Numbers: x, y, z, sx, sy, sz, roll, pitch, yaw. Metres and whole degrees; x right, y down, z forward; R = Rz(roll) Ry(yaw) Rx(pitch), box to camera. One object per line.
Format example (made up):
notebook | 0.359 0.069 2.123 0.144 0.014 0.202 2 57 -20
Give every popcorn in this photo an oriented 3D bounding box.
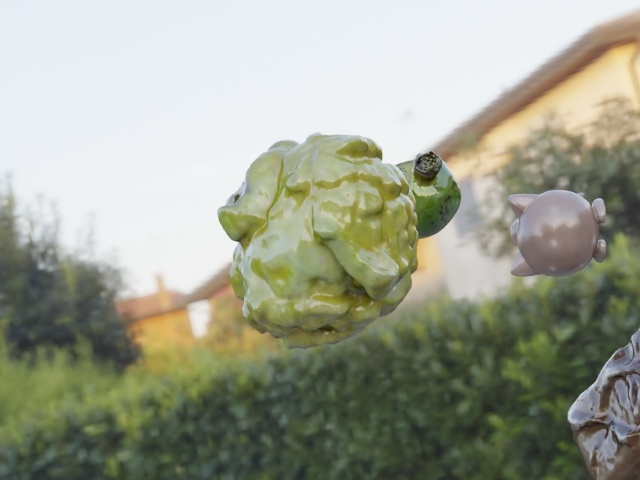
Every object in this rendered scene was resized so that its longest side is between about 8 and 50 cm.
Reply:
popcorn | 0.000 0.000 1.435 0.195 0.255 0.256 0 -58 -43

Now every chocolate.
chocolate | 0.359 0.195 1.469 0.093 0.148 0.214 12 -48 -22

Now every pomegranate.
pomegranate | 0.173 -0.077 2.143 0.122 0.143 0.169 28 -38 -15

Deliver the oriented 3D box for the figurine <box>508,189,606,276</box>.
figurine | 0.336 -0.010 1.867 0.138 0.125 0.125 -4 -6 8
